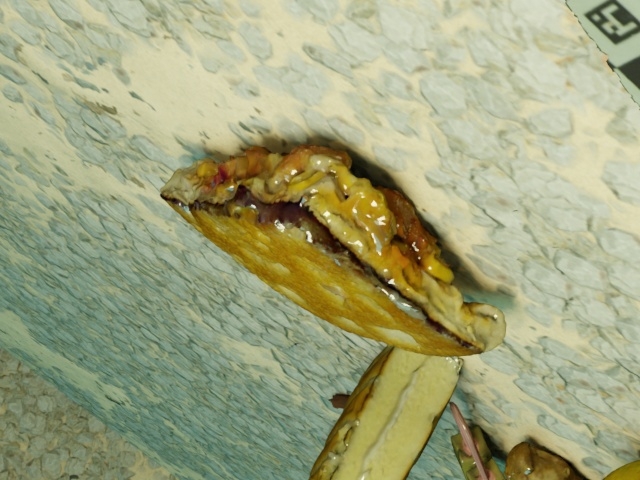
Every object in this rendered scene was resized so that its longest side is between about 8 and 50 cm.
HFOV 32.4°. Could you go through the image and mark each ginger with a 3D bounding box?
[{"bbox_3d":[0.360,0.361,1.360,0.309,0.107,0.133,30,159,18],"label":"ginger"}]

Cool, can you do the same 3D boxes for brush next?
[{"bbox_3d":[0.202,0.277,1.424,0.233,0.047,0.103,67,179,-49],"label":"brush"}]

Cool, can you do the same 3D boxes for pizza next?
[{"bbox_3d":[0.000,0.000,1.128,0.408,0.114,0.278,22,155,25],"label":"pizza"}]

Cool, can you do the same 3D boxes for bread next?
[{"bbox_3d":[0.068,0.257,1.381,0.111,0.239,0.246,28,155,3],"label":"bread"}]

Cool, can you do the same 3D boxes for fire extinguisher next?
[{"bbox_3d":[0.040,0.246,1.669,0.028,0.022,0.083,12,171,-32],"label":"fire extinguisher"}]

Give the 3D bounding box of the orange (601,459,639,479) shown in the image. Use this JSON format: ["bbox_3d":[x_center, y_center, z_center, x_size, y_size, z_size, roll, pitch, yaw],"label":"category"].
[{"bbox_3d":[0.370,0.360,1.136,0.235,0.279,0.279,-2,-179,-37],"label":"orange"}]

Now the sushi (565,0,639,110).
[{"bbox_3d":[0.246,-0.131,0.603,0.339,0.069,0.320,47,154,-27],"label":"sushi"}]
